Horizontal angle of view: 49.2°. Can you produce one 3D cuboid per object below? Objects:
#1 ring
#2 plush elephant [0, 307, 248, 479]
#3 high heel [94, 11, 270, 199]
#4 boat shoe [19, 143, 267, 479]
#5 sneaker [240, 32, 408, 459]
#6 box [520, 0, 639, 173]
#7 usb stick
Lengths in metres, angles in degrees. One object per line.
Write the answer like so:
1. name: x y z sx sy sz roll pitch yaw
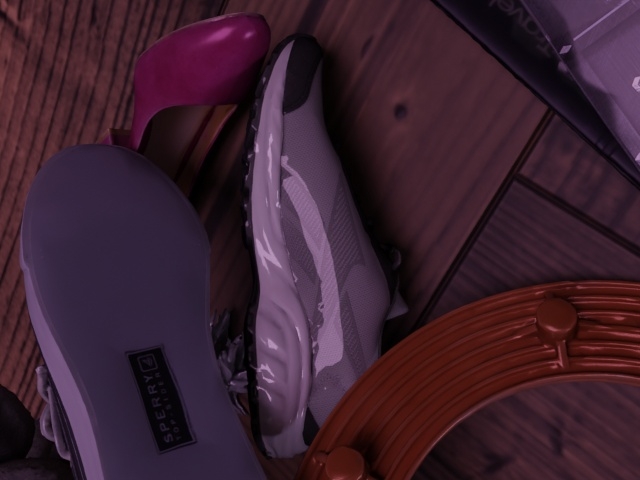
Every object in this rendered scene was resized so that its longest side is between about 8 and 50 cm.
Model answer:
1. ring: 0.131 0.164 0.313 0.337 0.032 0.336 -8 57 13
2. plush elephant: -0.172 0.222 0.492 0.272 0.255 0.329 29 111 25
3. high heel: -0.099 -0.054 0.488 0.244 0.082 0.117 -26 74 44
4. boat shoe: -0.107 0.083 0.413 0.306 0.113 0.105 62 140 24
5. sneaker: 0.000 0.000 0.461 0.108 0.100 0.271 -3 87 -7
6. box: 0.219 -0.105 0.269 0.231 0.056 0.183 -37 76 29
7. usb stick: 0.136 -0.114 0.378 0.278 0.045 0.077 48 125 16
